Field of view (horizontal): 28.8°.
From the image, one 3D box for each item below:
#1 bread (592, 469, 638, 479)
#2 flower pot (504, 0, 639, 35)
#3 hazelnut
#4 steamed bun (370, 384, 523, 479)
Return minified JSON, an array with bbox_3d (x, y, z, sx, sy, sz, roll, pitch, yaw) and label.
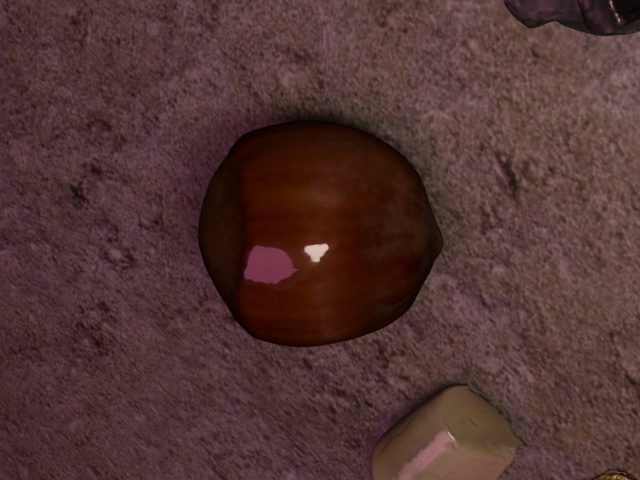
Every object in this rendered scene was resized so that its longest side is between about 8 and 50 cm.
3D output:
[{"bbox_3d":[0.445,0.459,1.971,0.132,0.114,0.190,40,126,13],"label":"bread"},{"bbox_3d":[0.333,-0.375,1.446,0.299,0.283,0.299,16,123,26],"label":"flower pot"},{"bbox_3d":[-0.009,0.001,1.893,0.366,0.366,0.366,17,124,27],"label":"hazelnut"},{"bbox_3d":[0.207,0.342,2.050,0.200,0.170,0.225,33,120,-26],"label":"steamed bun"}]
